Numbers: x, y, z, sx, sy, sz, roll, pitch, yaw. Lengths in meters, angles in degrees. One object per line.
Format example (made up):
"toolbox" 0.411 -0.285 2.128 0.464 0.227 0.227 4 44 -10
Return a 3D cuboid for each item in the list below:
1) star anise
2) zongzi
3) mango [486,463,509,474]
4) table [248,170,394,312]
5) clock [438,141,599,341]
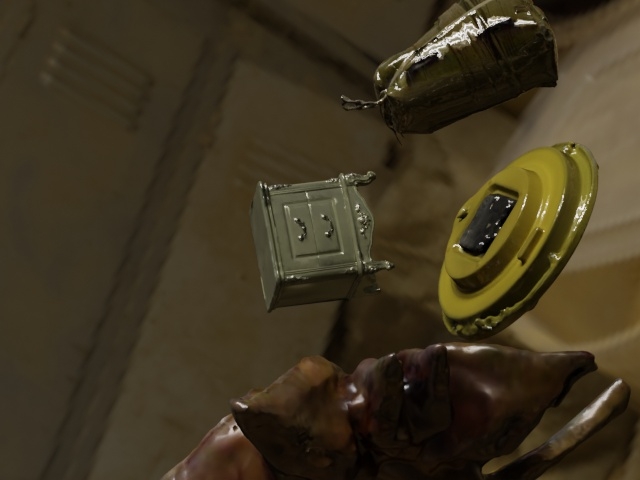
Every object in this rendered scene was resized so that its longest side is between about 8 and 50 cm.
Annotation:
"star anise" 0.048 0.143 1.258 0.292 0.349 0.109 -22 70 36
"zongzi" 0.101 -0.173 1.550 0.189 0.081 0.178 -21 41 4
"mango" 0.111 0.354 1.901 0.144 0.359 0.187 20 116 54
"table" 0.000 0.000 1.230 0.062 0.083 0.079 113 148 -67
"clock" 0.185 -0.009 1.791 0.237 0.057 0.237 -47 22 26
